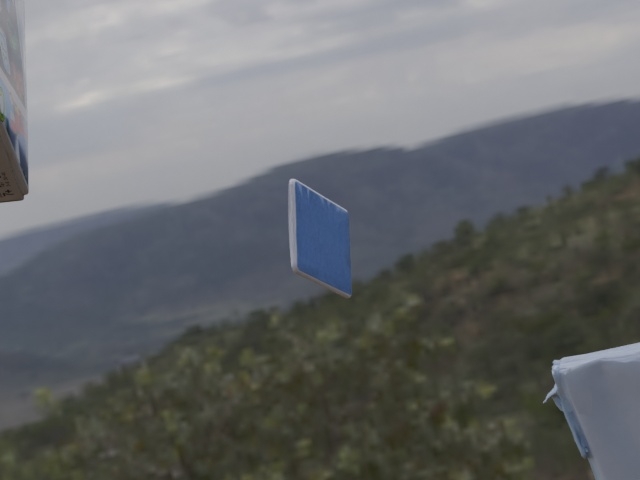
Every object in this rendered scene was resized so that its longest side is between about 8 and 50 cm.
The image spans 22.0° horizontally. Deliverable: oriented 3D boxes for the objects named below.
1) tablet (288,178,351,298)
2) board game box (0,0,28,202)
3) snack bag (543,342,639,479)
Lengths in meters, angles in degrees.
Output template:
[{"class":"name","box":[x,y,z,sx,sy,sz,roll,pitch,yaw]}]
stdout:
[{"class":"tablet","box":[0.000,0.000,0.938,0.006,0.054,0.083,-8,-15,22]},{"class":"board game box","box":[-0.201,-0.170,0.846,0.053,0.193,0.305,-5,-25,-2]},{"class":"snack bag","box":[0.353,0.182,1.060,0.343,0.323,0.037,-17,12,21]}]
